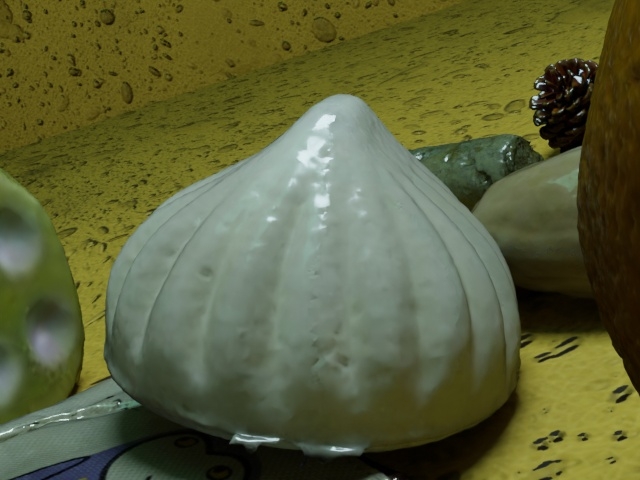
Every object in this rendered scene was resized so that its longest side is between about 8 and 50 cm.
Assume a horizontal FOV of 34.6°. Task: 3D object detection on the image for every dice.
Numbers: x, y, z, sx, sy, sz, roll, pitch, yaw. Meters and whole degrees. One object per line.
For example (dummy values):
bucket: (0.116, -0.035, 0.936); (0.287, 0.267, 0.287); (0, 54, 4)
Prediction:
dice: (-0.347, 0.066, 0.795); (0.233, 0.227, 0.238); (-5, 20, 31)

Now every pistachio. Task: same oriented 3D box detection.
pistachio: (0.186, -0.016, 0.687); (0.185, 0.108, 0.126); (-8, 26, 9)

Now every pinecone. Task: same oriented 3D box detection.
pinecone: (0.251, -0.127, 0.998); (0.102, 0.102, 0.109); (-1, -6, 43)

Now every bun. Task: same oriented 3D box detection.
bun: (0.000, 0.000, 0.622); (0.263, 0.175, 0.263); (5, 14, -1)

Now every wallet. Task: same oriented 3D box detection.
wallet: (-0.126, 0.140, 0.607); (0.274, 0.068, 0.335); (-24, 20, -25)

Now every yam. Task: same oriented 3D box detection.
yam: (0.118, -0.053, 0.945); (0.179, 0.078, 0.078); (-6, 21, 44)

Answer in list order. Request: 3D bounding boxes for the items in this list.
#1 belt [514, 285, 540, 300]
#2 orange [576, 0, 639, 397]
belt: (0.155, 0.014, 0.762); (0.083, 0.036, 0.059); (-26, 20, -21)
orange: (0.245, -0.031, 0.337); (0.322, 0.322, 0.357); (-23, 4, -16)
